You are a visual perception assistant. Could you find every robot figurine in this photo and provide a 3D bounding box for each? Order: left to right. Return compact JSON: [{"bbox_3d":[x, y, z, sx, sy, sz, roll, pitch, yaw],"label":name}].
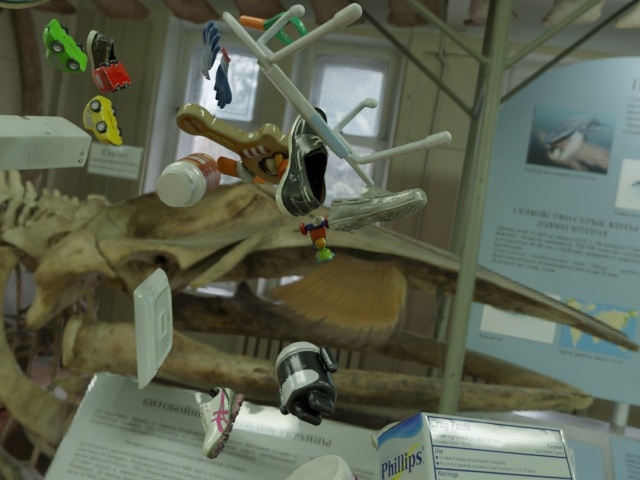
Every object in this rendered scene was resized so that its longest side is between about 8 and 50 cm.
[{"bbox_3d":[-0.045,0.458,1.857,0.209,0.173,0.278,-14,38,-9],"label":"robot figurine"}]

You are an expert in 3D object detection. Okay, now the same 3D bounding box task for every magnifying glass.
[{"bbox_3d":[-0.120,-0.535,1.440,0.231,0.026,0.092,28,-24,37],"label":"magnifying glass"}]

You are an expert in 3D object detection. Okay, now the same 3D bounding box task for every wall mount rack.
[{"bbox_3d":[0.025,-0.220,0.830,0.350,0.130,0.304,45,7,-28],"label":"wall mount rack"}]

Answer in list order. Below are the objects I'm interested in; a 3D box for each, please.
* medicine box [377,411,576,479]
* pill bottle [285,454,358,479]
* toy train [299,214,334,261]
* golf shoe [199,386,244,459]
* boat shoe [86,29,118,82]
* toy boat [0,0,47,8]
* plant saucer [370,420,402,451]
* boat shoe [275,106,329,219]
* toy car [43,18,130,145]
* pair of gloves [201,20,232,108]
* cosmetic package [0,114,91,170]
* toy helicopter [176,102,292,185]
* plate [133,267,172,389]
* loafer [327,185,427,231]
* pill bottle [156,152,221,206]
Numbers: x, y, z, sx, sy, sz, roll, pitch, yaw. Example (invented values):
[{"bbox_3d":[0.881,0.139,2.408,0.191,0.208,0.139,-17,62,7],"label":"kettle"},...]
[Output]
[{"bbox_3d":[0.241,0.422,0.844,0.264,0.289,0.149,12,-36,-19],"label":"medicine box"},{"bbox_3d":[0.051,0.582,1.099,0.169,0.301,0.169,-31,6,4],"label":"pill bottle"},{"bbox_3d":[0.000,0.000,1.828,0.105,0.143,0.248,-17,0,-2],"label":"toy train"},{"bbox_3d":[-0.224,0.383,1.211,0.086,0.067,0.186,22,23,-2],"label":"golf shoe"},{"bbox_3d":[-0.646,-0.533,1.729,0.069,0.081,0.227,15,-23,-6],"label":"boat shoe"},{"bbox_3d":[-0.511,-0.522,0.880,0.148,0.267,0.318,21,-10,41],"label":"toy boat"},{"bbox_3d":[0.342,0.564,1.569,0.401,0.100,0.400,16,-3,1],"label":"plant saucer"},{"bbox_3d":[-0.013,-0.146,1.015,0.079,0.232,0.084,-20,-42,41],"label":"boat shoe"},{"bbox_3d":[-0.454,-0.317,1.095,0.053,0.238,0.225,-17,-37,12],"label":"toy car"},{"bbox_3d":[-0.250,-0.422,1.395,0.023,0.198,0.159,-14,-29,-26],"label":"pair of gloves"},{"bbox_3d":[-0.638,-0.215,1.250,0.117,0.085,0.231,31,21,21],"label":"cosmetic package"},{"bbox_3d":[-0.188,-0.227,1.410,0.355,0.140,0.235,24,-30,-22],"label":"toy helicopter"},{"bbox_3d":[-0.464,0.239,1.625,0.045,0.276,0.278,-1,10,-2],"label":"plate"},{"bbox_3d":[0.146,-0.104,1.588,0.320,0.111,0.112,-12,-14,39],"label":"loafer"},{"bbox_3d":[-0.349,-0.159,1.521,0.121,0.121,0.216,9,19,4],"label":"pill bottle"}]
